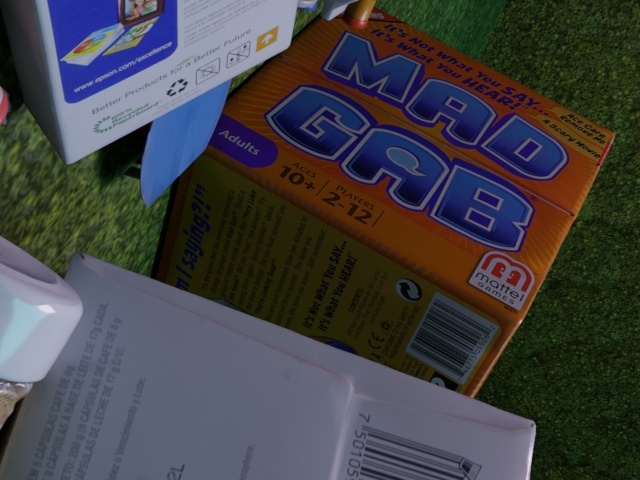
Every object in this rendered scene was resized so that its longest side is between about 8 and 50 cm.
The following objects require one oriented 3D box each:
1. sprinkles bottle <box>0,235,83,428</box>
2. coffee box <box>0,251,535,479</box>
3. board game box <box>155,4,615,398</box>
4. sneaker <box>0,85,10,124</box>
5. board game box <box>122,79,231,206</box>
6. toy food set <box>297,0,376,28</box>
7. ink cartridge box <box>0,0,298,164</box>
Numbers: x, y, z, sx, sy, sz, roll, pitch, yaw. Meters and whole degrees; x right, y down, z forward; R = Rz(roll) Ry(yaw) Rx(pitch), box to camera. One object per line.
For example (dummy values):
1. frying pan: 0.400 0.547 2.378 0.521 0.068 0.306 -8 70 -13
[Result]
1. sprinkles bottle: -0.271 0.152 0.566 0.355 0.121 0.121 -57 171 0
2. coffee box: -0.094 0.260 0.756 0.334 0.338 0.338 139 -31 -62
3. board game box: 0.058 0.009 1.197 0.356 0.356 0.357 -52 168 -45
4. sneaker: -0.222 -0.044 0.497 0.161 0.057 0.075 -52 149 -25
5. board game box: -0.121 -0.112 0.874 0.169 0.033 0.133 -57 167 -53
6. toy food set: -0.010 -0.219 0.876 0.105 0.111 0.232 -65 172 31
7. ink cartridge box: -0.081 -0.182 0.527 0.175 0.069 0.371 -32 166 -20
